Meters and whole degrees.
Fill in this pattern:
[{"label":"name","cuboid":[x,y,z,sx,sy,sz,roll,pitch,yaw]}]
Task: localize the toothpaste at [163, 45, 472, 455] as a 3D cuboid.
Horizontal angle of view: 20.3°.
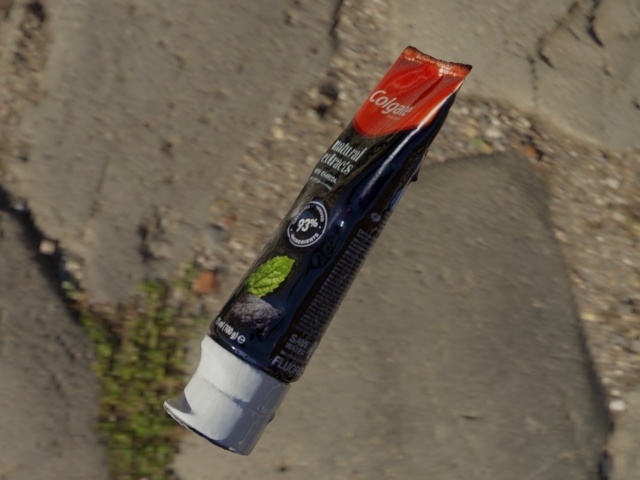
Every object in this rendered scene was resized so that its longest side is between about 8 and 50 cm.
[{"label":"toothpaste","cuboid":[0.000,0.000,0.779,0.193,0.045,0.071,-58,24,2]}]
